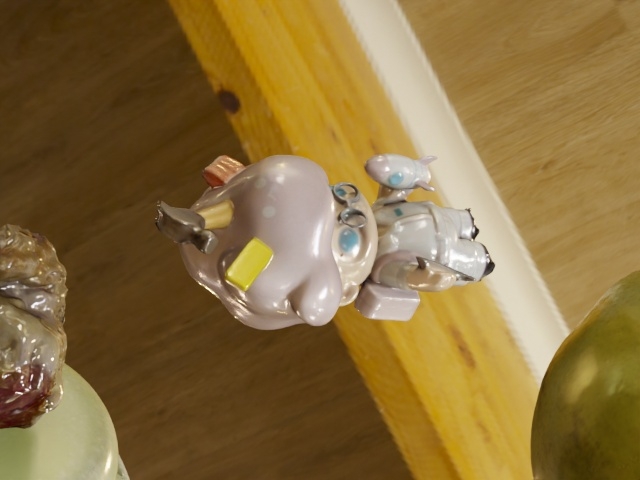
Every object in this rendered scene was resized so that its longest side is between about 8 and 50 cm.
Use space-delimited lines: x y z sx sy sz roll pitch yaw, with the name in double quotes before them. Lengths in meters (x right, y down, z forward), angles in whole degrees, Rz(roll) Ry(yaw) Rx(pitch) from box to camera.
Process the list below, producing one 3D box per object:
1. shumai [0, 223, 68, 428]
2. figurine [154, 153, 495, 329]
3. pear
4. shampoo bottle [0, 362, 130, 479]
"shumai" -0.303 0.086 0.884 0.218 0.183 0.186 147 -57 -64
"figurine" 0.000 0.000 0.675 0.112 0.229 0.137 118 -34 -46
"pear" 0.276 0.146 0.785 0.252 0.307 0.253 1 -62 2
"shampoo bottle" -0.341 0.273 1.008 0.322 0.322 0.317 31 -53 17
